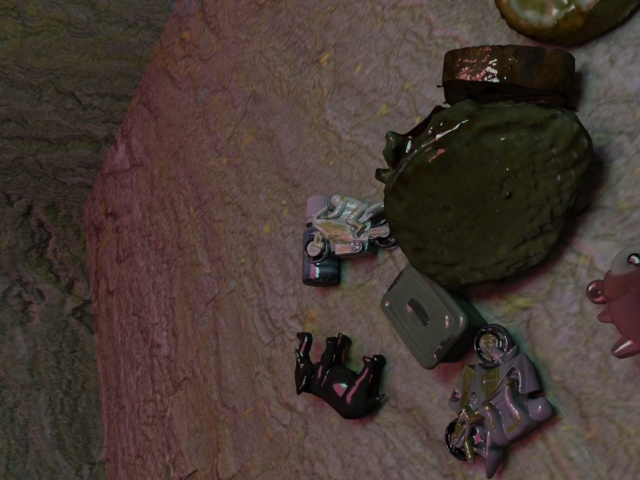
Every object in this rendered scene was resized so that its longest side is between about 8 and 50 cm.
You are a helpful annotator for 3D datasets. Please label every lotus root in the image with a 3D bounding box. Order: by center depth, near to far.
[{"bbox_3d":[0.281,-0.263,0.908,0.260,0.170,0.074,15,96,48],"label":"lotus root"}]

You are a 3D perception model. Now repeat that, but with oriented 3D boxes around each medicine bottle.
[{"bbox_3d":[0.000,0.000,1.253,0.083,0.083,0.203,-17,69,49],"label":"medicine bottle"}]

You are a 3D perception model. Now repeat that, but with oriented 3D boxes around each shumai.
[{"bbox_3d":[0.250,-0.121,0.902,0.330,0.292,0.288,-42,13,28],"label":"shumai"}]

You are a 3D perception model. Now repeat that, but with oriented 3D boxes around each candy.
[{"bbox_3d":[0.387,-0.432,0.850,0.260,0.118,0.260,-16,69,51],"label":"candy"}]

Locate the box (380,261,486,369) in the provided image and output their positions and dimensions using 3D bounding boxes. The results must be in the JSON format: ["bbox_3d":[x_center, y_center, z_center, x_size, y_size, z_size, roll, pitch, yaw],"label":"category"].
[{"bbox_3d":[0.198,0.128,0.954,0.124,0.092,0.172,-57,42,24],"label":"box"}]

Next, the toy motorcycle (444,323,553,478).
[{"bbox_3d":[0.273,0.249,0.840,0.152,0.073,0.225,22,97,50],"label":"toy motorcycle"}]

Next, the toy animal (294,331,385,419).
[{"bbox_3d":[0.023,0.267,1.122,0.245,0.114,0.146,27,101,52],"label":"toy animal"}]

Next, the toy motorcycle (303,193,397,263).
[{"bbox_3d":[0.061,-0.033,1.161,0.228,0.074,0.151,-14,70,26],"label":"toy motorcycle"}]

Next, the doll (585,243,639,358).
[{"bbox_3d":[0.445,0.071,0.649,0.262,0.093,0.211,14,83,54],"label":"doll"}]
